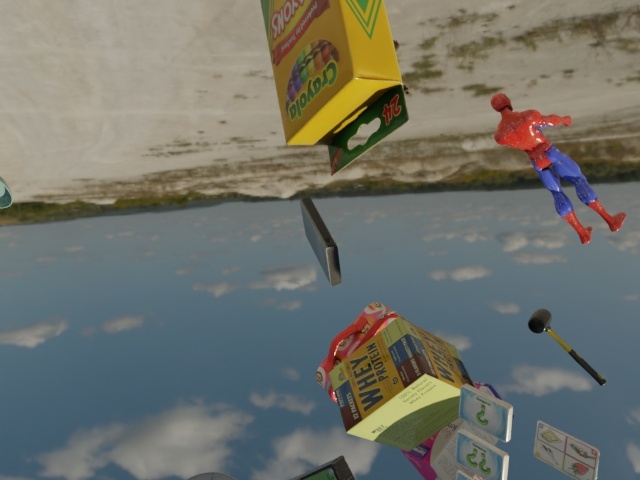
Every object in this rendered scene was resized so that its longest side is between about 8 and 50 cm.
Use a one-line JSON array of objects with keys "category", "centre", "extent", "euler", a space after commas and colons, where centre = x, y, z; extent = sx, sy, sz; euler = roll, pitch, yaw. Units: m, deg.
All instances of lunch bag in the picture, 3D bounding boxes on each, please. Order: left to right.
[{"category": "lunch bag", "centre": [0.130, 0.318, 1.522], "extent": [0.258, 0.293, 0.120], "euler": [37, 180, -37]}]

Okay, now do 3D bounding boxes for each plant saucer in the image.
[{"category": "plant saucer", "centre": [-0.666, -0.112, 1.100], "extent": [0.119, 0.021, 0.119], "euler": [9, 142, 7]}]

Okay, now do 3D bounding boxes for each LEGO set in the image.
[{"category": "LEGO set", "centre": [0.246, 0.303, 0.653], "extent": [0.060, 0.183, 0.244], "euler": [-8, -164, -36]}]

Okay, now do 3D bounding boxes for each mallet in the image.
[{"category": "mallet", "centre": [0.509, 0.217, 1.143], "extent": [0.039, 0.189, 0.062], "euler": [-53, 170, 34]}]

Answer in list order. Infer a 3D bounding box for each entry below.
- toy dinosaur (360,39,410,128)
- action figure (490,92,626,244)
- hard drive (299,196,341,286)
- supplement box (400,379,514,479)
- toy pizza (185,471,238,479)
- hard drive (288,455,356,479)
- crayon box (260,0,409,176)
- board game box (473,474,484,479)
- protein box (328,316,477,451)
[{"category": "toy dinosaur", "centre": [0.101, -0.361, 1.357], "extent": [0.200, 0.127, 0.295], "euler": [-29, 176, -24]}, {"category": "action figure", "centre": [0.381, -0.143, 0.908], "extent": [0.091, 0.280, 0.139], "euler": [-35, -169, 47]}, {"category": "hard drive", "centre": [0.000, 0.000, 0.958], "extent": [0.022, 0.094, 0.135], "euler": [-18, -135, -9]}, {"category": "supplement box", "centre": [0.297, 0.418, 1.202], "extent": [0.220, 0.114, 0.111], "euler": [-46, -161, -22]}, {"category": "toy pizza", "centre": [-0.263, 0.632, 1.290], "extent": [0.201, 0.032, 0.201], "euler": [3, -149, -2]}, {"category": "hard drive", "centre": [0.023, 0.648, 1.138], "extent": [0.236, 0.339, 0.064], "euler": [-34, 164, 22]}, {"category": "crayon box", "centre": [0.008, -0.272, 0.777], "extent": [0.081, 0.319, 0.202], "euler": [-4, 166, -30]}, {"category": "board game box", "centre": [0.371, 0.576, 1.336], "extent": [0.146, 0.194, 0.045], "euler": [9, -141, 47]}, {"category": "protein box", "centre": [0.164, 0.286, 1.088], "extent": [0.201, 0.200, 0.136], "euler": [30, -154, -37]}]
